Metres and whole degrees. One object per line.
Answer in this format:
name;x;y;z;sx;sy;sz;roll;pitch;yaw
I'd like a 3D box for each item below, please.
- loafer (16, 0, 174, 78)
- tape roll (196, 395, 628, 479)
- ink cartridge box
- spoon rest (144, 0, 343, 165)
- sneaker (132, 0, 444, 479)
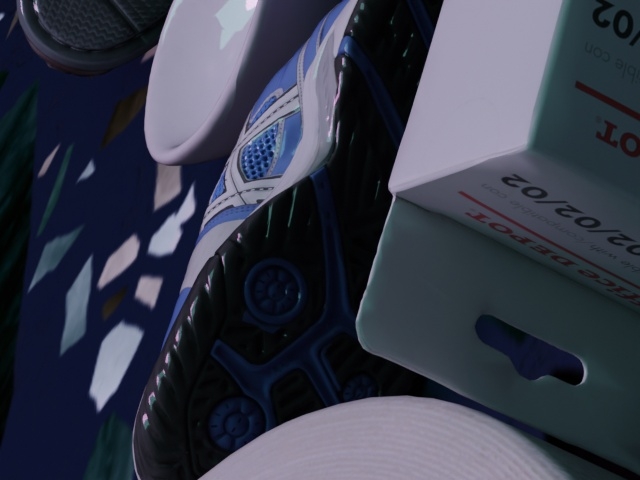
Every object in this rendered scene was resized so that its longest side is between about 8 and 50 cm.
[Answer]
loafer;-0.065;-0.187;0.972;0.267;0.096;0.084;-64;5;-17
tape roll;-0.017;0.227;0.473;0.392;0.072;0.392;-45;30;35
ink cartridge box;0.086;-0.042;0.491;0.061;0.104;0.181;-17;52;59
spoon rest;0.002;-0.133;0.770;0.276;0.084;0.137;-42;32;37
sneaker;0.000;0.000;0.667;0.211;0.080;0.081;-61;16;-17
